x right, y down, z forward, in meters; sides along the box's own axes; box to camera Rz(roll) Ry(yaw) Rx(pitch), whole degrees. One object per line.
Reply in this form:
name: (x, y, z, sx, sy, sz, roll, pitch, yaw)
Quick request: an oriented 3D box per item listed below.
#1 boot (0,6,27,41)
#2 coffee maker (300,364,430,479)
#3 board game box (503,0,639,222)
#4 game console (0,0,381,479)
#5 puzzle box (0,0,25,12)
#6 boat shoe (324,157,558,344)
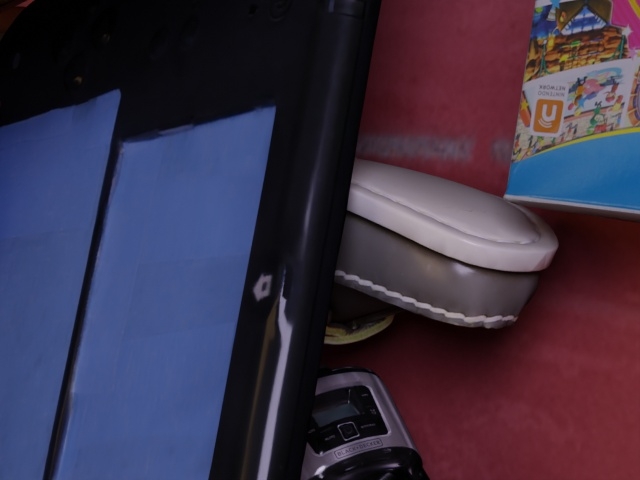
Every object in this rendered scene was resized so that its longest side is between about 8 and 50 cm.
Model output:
boot: (-0.247, -0.220, 1.281, 0.264, 0.096, 0.280, -13, 66, 57)
coffee maker: (0.020, 0.173, 0.831, 0.178, 0.120, 0.171, 52, 123, 42)
board game box: (0.200, -0.148, 0.693, 0.224, 0.097, 0.303, 9, 91, 51)
game console: (-0.106, 0.038, 0.886, 0.342, 0.060, 0.386, -12, 65, 56)
puzzle box: (-0.114, -0.163, 0.874, 0.409, 0.272, 0.052, -18, 99, 31)
boat shoe: (0.004, 0.001, 0.897, 0.305, 0.109, 0.091, 23, 102, 56)
